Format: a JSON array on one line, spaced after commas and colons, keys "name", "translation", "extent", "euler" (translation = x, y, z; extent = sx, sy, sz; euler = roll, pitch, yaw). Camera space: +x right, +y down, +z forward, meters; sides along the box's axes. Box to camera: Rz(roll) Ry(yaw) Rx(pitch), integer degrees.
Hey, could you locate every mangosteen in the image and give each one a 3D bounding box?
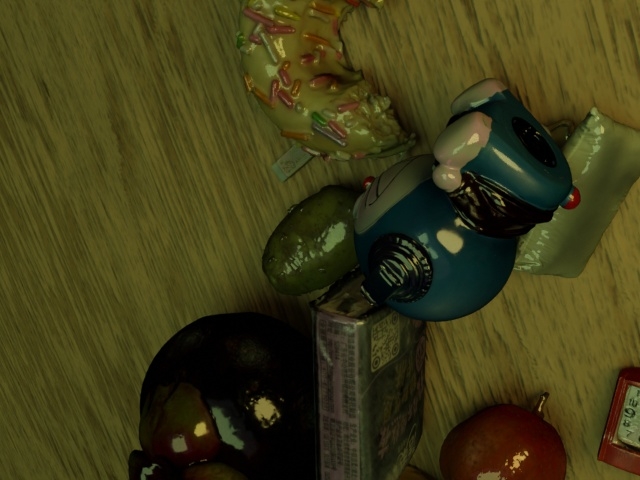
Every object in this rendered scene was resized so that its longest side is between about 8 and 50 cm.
[{"name": "mangosteen", "translation": [-0.147, 0.336, 1.160], "extent": [0.381, 0.435, 0.382], "euler": [5, 123, 7]}]

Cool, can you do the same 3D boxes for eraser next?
[{"name": "eraser", "translation": [-0.049, -0.139, 1.171], "extent": [0.083, 0.019, 0.038], "euler": [-38, 90, 34]}]

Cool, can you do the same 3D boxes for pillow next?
[{"name": "pillow", "translation": [0.364, -0.055, 0.924], "extent": [0.144, 0.078, 0.254], "euler": [10, 120, -20]}]

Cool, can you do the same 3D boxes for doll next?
[{"name": "doll", "translation": [0.174, -0.030, 0.896], "extent": [0.240, 0.284, 0.310], "euler": [49, 127, 5]}]

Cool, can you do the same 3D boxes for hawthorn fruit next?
[{"name": "hawthorn fruit", "translation": [0.309, 0.342, 1.080], "extent": [0.196, 0.196, 0.226], "euler": [32, 96, 15]}]

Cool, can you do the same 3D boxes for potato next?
[{"name": "potato", "translation": [0.000, 0.000, 1.145], "extent": [0.251, 0.113, 0.149], "euler": [-42, 72, 21]}]

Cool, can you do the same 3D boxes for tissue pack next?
[{"name": "tissue pack", "translation": [0.088, 0.229, 1.094], "extent": [0.122, 0.259, 0.362], "euler": [11, 115, 29]}]

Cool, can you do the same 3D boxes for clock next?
[{"name": "clock", "translation": [0.493, 0.273, 1.007], "extent": [0.113, 0.061, 0.155], "euler": [15, 111, 24]}]

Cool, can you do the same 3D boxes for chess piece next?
[{"name": "chess piece", "translation": [0.293, -0.145, 0.960], "extent": [0.171, 0.060, 0.060], "euler": [-2, 107, 28]}]

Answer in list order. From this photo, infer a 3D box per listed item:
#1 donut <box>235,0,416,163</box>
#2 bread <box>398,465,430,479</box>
[{"name": "donut", "translation": [0.014, -0.304, 0.996], "extent": [0.307, 0.150, 0.371], "euler": [19, 117, 22]}, {"name": "bread", "translation": [0.144, 0.631, 1.157], "extent": [0.250, 0.394, 0.361], "euler": [-11, 100, 16]}]
